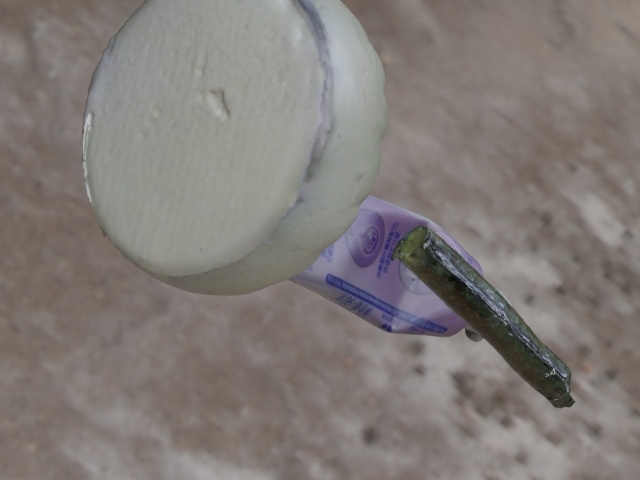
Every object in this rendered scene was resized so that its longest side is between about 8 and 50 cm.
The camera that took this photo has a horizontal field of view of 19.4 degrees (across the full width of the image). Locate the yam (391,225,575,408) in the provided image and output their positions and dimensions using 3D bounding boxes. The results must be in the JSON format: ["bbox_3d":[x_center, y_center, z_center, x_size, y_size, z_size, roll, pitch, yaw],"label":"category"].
[{"bbox_3d":[0.091,0.042,1.004,0.129,0.027,0.033,44,-20,-20],"label":"yam"}]

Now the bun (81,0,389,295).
[{"bbox_3d":[-0.025,-0.042,0.777,0.094,0.138,0.138,19,24,-52],"label":"bun"}]

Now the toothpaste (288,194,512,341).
[{"bbox_3d":[0.000,0.000,1.053,0.301,0.048,0.075,24,53,-38],"label":"toothpaste"}]
